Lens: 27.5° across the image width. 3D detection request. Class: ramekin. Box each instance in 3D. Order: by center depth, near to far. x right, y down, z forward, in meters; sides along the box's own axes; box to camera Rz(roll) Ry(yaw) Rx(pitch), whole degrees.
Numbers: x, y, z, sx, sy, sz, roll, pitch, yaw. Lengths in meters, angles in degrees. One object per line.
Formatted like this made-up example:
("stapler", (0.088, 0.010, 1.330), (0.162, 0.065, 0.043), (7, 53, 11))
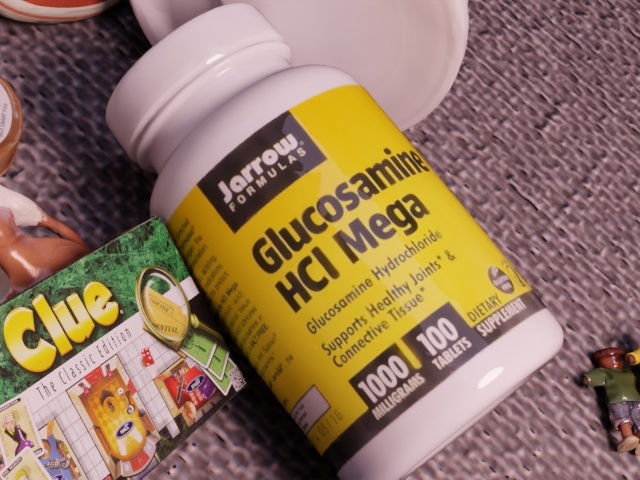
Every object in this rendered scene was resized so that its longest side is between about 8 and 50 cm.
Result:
("ramekin", (-0.007, -0.213, 1.018), (0.273, 0.273, 0.127), (30, 50, -7))

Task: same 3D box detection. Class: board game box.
("board game box", (-0.142, 0.086, 0.790), (0.136, 0.030, 0.259), (61, 31, -6))

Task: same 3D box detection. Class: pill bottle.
("pill bottle", (0.000, 0.000, 0.930), (0.188, 0.188, 0.334), (-30, 75, -39))

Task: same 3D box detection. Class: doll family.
("doll family", (0.313, 0.118, 1.096), (0.193, 0.076, 0.111), (11, 50, -27))

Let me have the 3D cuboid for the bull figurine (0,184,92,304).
("bull figurine", (-0.217, 0.096, 0.792), (0.188, 0.101, 0.310), (48, 35, -31))

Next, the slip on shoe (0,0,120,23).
("slip on shoe", (-0.159, -0.276, 1.094), (0.331, 0.101, 0.123), (-31, 78, -37))

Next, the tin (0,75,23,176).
("tin", (-0.308, -0.098, 0.937), (0.189, 0.040, 0.106), (13, 49, -19))
